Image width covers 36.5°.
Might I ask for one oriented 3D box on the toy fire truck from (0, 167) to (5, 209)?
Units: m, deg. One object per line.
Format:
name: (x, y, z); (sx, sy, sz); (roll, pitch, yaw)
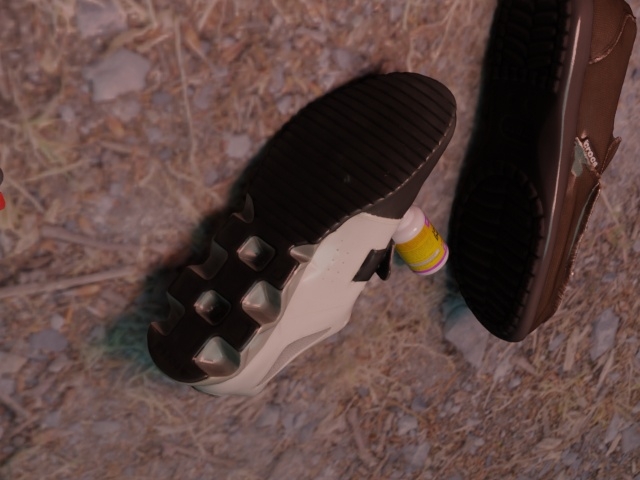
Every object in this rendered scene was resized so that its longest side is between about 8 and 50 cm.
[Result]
toy fire truck: (-0.287, -0.038, 0.648); (0.135, 0.047, 0.192); (-34, 133, -34)

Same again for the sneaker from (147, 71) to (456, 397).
sneaker: (0.000, 0.000, 0.845); (0.330, 0.122, 0.146); (-47, 149, -1)

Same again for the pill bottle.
pill bottle: (0.087, -0.006, 0.925); (0.043, 0.043, 0.083); (-43, 131, -2)

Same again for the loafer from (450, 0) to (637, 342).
loafer: (0.226, -0.068, 0.915); (0.130, 0.134, 0.366); (-7, 120, -28)
